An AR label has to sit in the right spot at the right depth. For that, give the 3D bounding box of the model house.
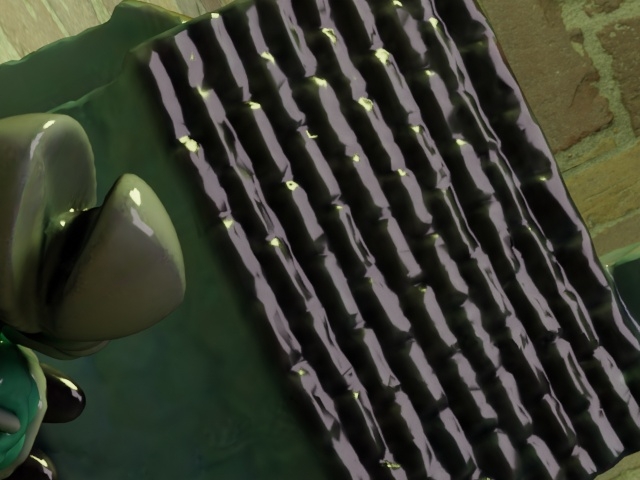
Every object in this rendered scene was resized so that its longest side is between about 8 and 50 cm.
[{"bbox_3d":[0.000,0.000,0.908,0.360,0.339,0.297,65,9,-2],"label":"model house"}]

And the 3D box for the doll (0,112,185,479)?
[{"bbox_3d":[-0.124,0.041,0.551,0.258,0.153,0.195,-39,140,-71],"label":"doll"}]
